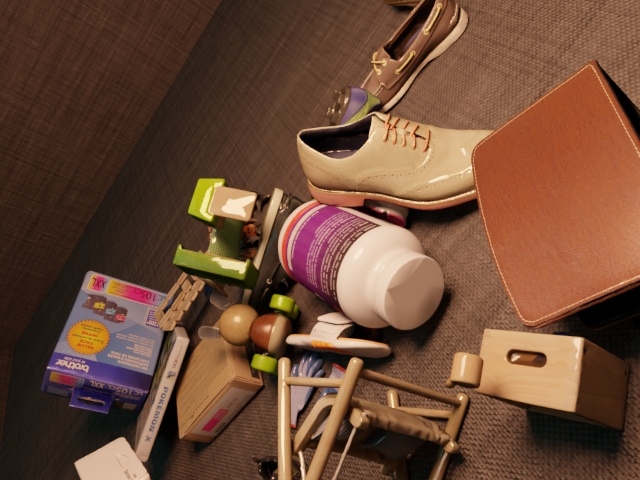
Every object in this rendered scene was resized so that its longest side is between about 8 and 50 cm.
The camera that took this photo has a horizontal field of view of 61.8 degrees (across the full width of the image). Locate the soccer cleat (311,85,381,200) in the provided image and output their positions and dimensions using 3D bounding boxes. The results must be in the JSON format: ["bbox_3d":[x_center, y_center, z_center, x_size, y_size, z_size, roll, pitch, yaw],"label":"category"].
[{"bbox_3d":[0.053,-0.203,1.213,0.093,0.121,0.289,-112,36,-56],"label":"soccer cleat"}]

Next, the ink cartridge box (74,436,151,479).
[{"bbox_3d":[-0.419,0.608,1.166,0.201,0.117,0.278,10,117,54],"label":"ink cartridge box"}]

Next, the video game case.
[{"bbox_3d":[-0.418,0.375,1.406,0.329,0.036,0.300,176,113,-73],"label":"video game case"}]

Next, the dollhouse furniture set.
[{"bbox_3d":[-0.180,0.014,1.180,0.151,0.301,0.197,11,74,8],"label":"dollhouse furniture set"}]

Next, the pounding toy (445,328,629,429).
[{"bbox_3d":[0.239,0.151,0.656,0.181,0.206,0.094,-4,65,51],"label":"pounding toy"}]

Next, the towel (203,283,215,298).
[{"bbox_3d":[-0.317,0.117,1.541,0.067,0.029,0.119,-56,37,8],"label":"towel"}]

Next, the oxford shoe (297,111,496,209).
[{"bbox_3d":[0.144,-0.145,0.918,0.397,0.146,0.140,-5,52,20],"label":"oxford shoe"}]

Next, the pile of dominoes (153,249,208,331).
[{"bbox_3d":[-0.366,0.146,1.500,0.251,0.040,0.196,-55,28,-3],"label":"pile of dominoes"}]

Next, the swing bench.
[{"bbox_3d":[0.061,0.315,0.740,0.165,0.253,0.254,-14,59,47],"label":"swing bench"}]

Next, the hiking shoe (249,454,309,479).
[{"bbox_3d":[-0.041,0.443,0.910,0.227,0.114,0.086,16,82,54],"label":"hiking shoe"}]

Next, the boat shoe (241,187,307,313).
[{"bbox_3d":[-0.102,0.055,1.230,0.127,0.113,0.340,-125,51,-78],"label":"boat shoe"}]

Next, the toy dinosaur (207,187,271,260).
[{"bbox_3d":[-0.256,-0.039,1.472,0.322,0.164,0.218,16,98,33],"label":"toy dinosaur"}]

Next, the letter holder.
[{"bbox_3d":[0.341,-0.034,0.693,0.214,0.152,0.302,-36,44,37],"label":"letter holder"}]

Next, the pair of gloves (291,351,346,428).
[{"bbox_3d":[-0.008,0.306,1.036,0.198,0.023,0.159,8,77,54],"label":"pair of gloves"}]

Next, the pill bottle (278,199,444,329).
[{"bbox_3d":[0.066,0.041,0.967,0.323,0.181,0.181,28,92,55],"label":"pill bottle"}]

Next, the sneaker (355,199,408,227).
[{"bbox_3d":[0.107,-0.115,1.096,0.252,0.103,0.111,29,89,48],"label":"sneaker"}]

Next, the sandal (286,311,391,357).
[{"bbox_3d":[0.023,0.172,1.011,0.265,0.102,0.076,-8,65,52],"label":"sandal"}]

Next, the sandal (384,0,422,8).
[{"bbox_3d":[0.232,-0.589,1.265,0.219,0.060,0.090,22,93,41],"label":"sandal"}]

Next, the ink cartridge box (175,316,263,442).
[{"bbox_3d":[-0.247,0.329,1.267,0.234,0.088,0.193,-49,37,22],"label":"ink cartridge box"}]

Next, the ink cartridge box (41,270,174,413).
[{"bbox_3d":[-0.601,0.311,1.519,0.151,0.270,0.395,126,156,-42],"label":"ink cartridge box"}]

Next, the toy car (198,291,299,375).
[{"bbox_3d":[-0.159,0.184,1.132,0.149,0.188,0.155,78,-152,-72],"label":"toy car"}]

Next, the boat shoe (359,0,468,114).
[{"bbox_3d":[0.172,-0.402,1.182,0.324,0.097,0.116,-42,41,28],"label":"boat shoe"}]
